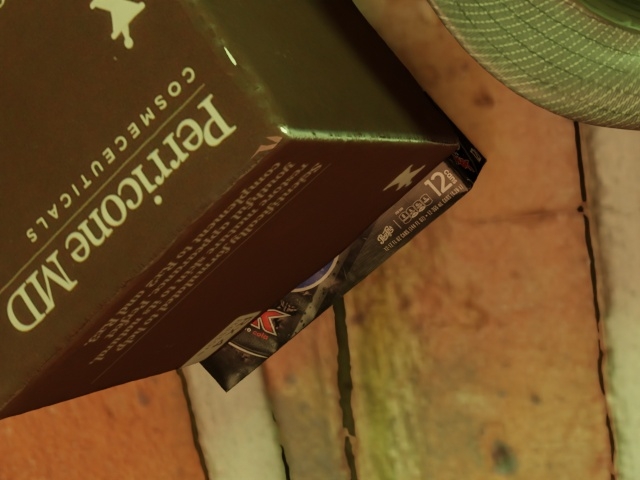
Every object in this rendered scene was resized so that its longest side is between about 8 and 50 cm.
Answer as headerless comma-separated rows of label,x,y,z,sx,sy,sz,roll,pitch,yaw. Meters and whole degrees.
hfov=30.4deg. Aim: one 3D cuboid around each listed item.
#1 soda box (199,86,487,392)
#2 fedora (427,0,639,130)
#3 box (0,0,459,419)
soda box,0.000,0.000,0.582,0.169,0.060,0.053,-41,93,22
fedora,0.152,-0.179,0.446,0.275,0.124,0.244,-32,103,13
box,-0.086,-0.067,0.489,0.168,0.167,0.203,-42,75,22
